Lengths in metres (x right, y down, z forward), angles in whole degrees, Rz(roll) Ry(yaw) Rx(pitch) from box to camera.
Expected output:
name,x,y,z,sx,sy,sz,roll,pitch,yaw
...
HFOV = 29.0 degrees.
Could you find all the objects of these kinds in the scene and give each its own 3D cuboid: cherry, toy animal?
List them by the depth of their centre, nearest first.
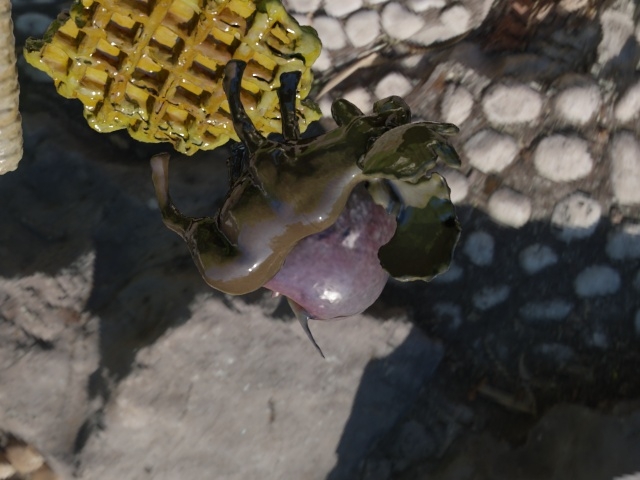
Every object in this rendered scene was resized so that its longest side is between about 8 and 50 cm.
name,x,y,z,sx,sy,sz,roll,pitch,yaw
toy animal,-0.003,-0.034,0.796,0.214,0.094,0.186,-48,54,29
cherry,0.000,0.000,1.636,0.213,0.183,0.266,32,85,-21

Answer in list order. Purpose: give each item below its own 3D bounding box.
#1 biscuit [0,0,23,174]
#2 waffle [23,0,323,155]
name,x,y,z,sx,sy,sz,roll,pitch,yaw
biscuit,-0.286,-0.153,1.046,0.061,0.055,0.219,26,132,24
waffle,-0.134,-0.173,1.068,0.291,0.051,0.291,12,142,9
